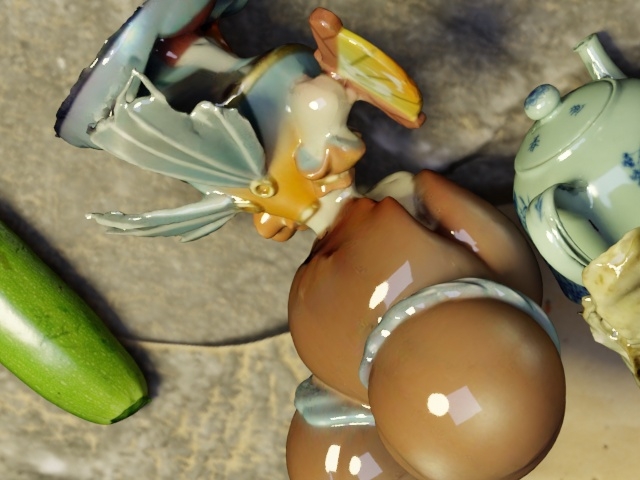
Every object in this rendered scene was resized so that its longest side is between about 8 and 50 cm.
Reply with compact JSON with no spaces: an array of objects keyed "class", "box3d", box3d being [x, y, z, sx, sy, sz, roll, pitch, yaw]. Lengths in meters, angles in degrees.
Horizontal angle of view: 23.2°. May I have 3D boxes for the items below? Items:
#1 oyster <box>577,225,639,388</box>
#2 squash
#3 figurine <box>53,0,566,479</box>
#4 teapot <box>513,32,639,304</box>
[{"class":"oyster","box3d":[0.254,0.070,0.993,0.166,0.341,0.110,-31,57,-8]},{"class":"squash","box3d":[-0.250,0.038,1.210,0.292,0.082,0.082,43,105,1]},{"class":"figurine","box3d":[0.001,-0.001,1.078,0.388,0.276,0.248,42,61,-3]},{"class":"teapot","box3d":[0.190,-0.047,1.056,0.159,0.232,0.159,10,129,13]}]
